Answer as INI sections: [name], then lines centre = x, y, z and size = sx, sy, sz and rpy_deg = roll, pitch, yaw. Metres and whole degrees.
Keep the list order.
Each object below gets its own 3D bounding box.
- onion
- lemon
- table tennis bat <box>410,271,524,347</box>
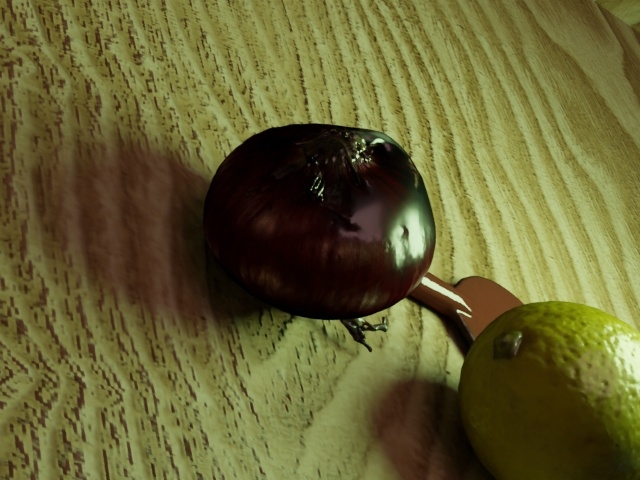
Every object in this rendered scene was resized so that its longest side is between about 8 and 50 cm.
[onion]
centre = 0.000, 0.000, 1.304
size = 0.273, 0.285, 0.273
rpy_deg = 2, 36, -1
[lemon]
centre = 0.294, 0.197, 1.390
size = 0.267, 0.267, 0.267
rpy_deg = 33, 33, -25
[table tennis bat]
centre = 0.236, 0.120, 1.603
size = 0.310, 0.038, 0.200
rpy_deg = 31, 34, -29
